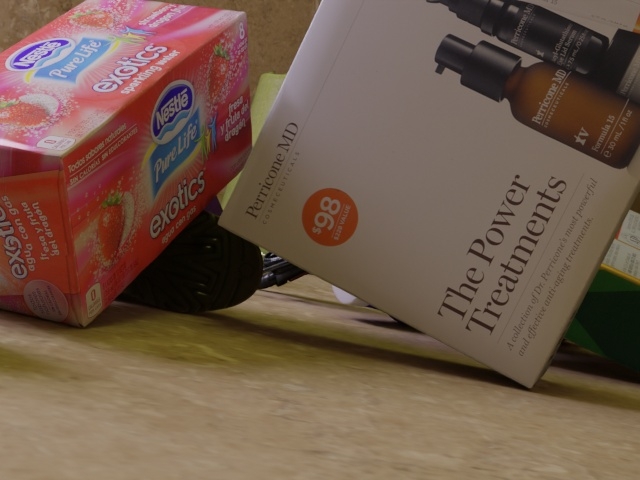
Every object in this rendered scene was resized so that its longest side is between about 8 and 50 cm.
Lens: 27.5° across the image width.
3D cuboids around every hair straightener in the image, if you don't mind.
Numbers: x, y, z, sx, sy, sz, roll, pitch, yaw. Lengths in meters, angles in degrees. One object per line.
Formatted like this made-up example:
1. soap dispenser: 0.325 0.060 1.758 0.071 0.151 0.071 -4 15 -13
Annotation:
1. hair straightener: 0.000 0.000 1.332 0.230 0.047 0.089 -19 -17 20

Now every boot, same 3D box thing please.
1. boot: -0.147 0.004 1.233 0.236 0.089 0.269 10 2 8

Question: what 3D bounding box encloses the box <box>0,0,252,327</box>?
1. box: -0.182 -0.077 1.034 0.154 0.142 0.300 10 32 20

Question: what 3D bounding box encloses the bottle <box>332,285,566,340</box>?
1. bottle: 0.146 0.044 1.320 0.283 0.092 0.118 8 9 -30

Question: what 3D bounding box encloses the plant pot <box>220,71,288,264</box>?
1. plant pot: -0.014 -0.093 1.794 0.276 0.253 0.276 9 3 0

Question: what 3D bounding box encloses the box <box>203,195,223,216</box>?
1. box: -0.215 -0.090 1.545 0.201 0.057 0.293 36 -10 9

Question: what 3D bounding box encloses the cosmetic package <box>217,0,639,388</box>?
1. cosmetic package: 0.128 -0.116 1.029 0.284 0.377 0.097 27 8 14

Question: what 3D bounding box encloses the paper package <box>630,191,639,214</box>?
1. paper package: 0.343 -0.049 1.581 0.325 0.168 0.309 -22 8 -22

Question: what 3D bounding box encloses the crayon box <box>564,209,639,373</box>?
1. crayon box: 0.212 0.005 1.226 0.323 0.083 0.203 26 23 9
